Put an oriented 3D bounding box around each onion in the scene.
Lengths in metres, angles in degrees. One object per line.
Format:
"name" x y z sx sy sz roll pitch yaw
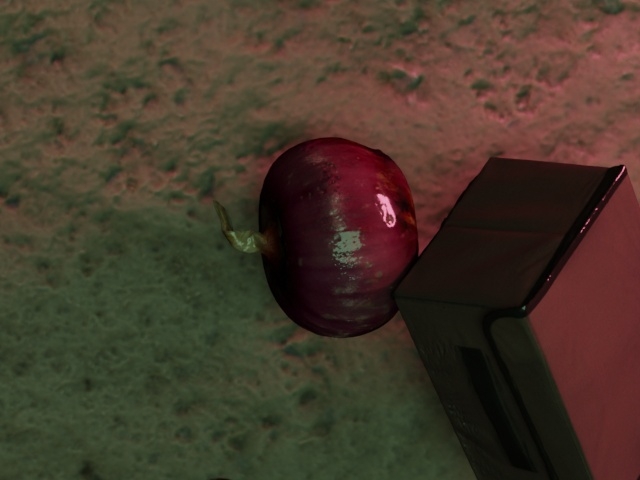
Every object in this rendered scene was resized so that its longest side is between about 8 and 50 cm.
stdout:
"onion" 0.010 -0.001 1.583 0.153 0.177 0.177 -30 102 -33

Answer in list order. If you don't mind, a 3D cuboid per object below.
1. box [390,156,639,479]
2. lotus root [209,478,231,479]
"box" 0.194 0.082 1.562 0.188 0.153 0.252 -51 130 -30
"lotus root" -0.085 0.283 1.660 0.112 0.081 0.122 -41 101 -9
